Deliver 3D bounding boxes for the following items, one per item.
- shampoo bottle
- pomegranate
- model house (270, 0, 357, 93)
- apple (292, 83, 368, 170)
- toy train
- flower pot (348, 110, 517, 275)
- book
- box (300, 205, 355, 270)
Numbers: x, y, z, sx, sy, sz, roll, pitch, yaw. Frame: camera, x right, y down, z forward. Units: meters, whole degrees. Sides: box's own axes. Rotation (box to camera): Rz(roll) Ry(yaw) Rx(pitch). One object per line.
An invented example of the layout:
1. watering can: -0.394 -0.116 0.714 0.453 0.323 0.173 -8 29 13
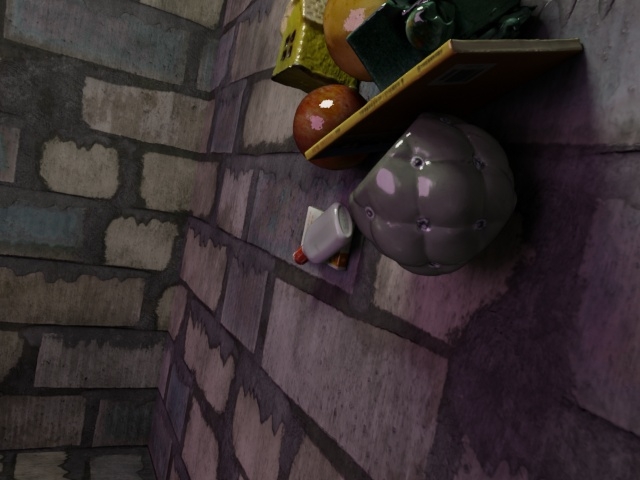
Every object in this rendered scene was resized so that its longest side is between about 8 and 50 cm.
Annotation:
1. shampoo bottle: 0.000 0.000 1.210 0.221 0.051 0.108 -40 53 50
2. pomegranate: 0.110 -0.433 1.028 0.233 0.233 0.233 -28 57 57
3. model house: 0.005 -0.495 1.278 0.175 0.193 0.234 18 95 63
4. apple: 0.035 -0.252 1.148 0.174 0.188 0.188 41 118 46
5. toy train: 0.191 -0.337 0.797 0.238 0.299 0.167 -25 102 48
6. flower pot: 0.170 -0.067 0.770 0.246 0.195 0.246 -48 1 2
7. book: 0.170 -0.211 0.800 0.374 0.262 0.028 -22 84 59
8. box: 0.014 -0.009 1.280 0.220 0.032 0.122 27 106 61
